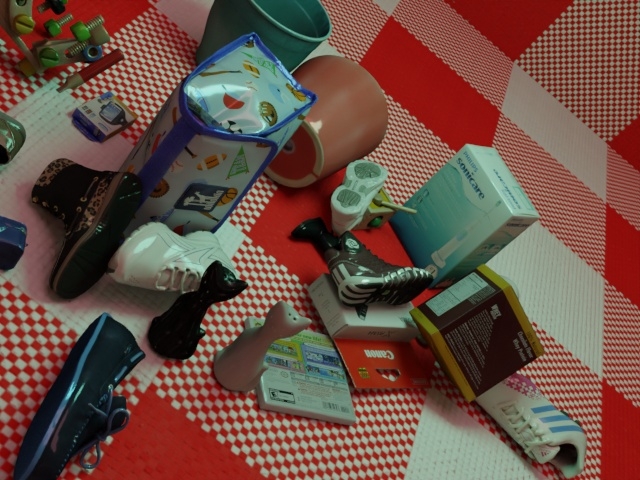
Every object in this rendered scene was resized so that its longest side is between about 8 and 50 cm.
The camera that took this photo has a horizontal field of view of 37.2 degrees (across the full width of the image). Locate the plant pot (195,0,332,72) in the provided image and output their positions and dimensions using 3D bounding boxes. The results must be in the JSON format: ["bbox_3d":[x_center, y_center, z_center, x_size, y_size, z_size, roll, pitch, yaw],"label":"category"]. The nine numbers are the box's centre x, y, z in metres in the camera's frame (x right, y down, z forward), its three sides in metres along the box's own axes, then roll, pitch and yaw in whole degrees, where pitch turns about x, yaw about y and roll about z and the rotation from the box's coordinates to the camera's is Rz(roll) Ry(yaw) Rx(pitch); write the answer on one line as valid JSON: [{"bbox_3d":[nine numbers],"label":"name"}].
[{"bbox_3d":[-0.157,-0.481,2.243,0.271,0.255,0.271,29,35,-23],"label":"plant pot"}]

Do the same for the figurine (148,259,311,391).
[{"bbox_3d":[-0.148,0.142,1.606,0.215,0.209,0.092,31,35,-20],"label":"figurine"}]

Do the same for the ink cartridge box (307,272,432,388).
[{"bbox_3d":[0.121,0.188,1.961,0.275,0.060,0.239,10,45,-49],"label":"ink cartridge box"}]

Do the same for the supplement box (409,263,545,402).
[{"bbox_3d":[0.327,0.191,1.985,0.191,0.194,0.129,59,-4,-24],"label":"supplement box"}]

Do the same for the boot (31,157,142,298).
[{"bbox_3d":[-0.423,-0.027,1.606,0.178,0.236,0.085,18,-17,30],"label":"boot"}]

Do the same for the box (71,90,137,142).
[{"bbox_3d":[-0.433,-0.245,1.895,0.081,0.028,0.136,43,31,-2],"label":"box"}]

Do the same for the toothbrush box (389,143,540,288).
[{"bbox_3d":[0.337,-0.054,2.265,0.126,0.295,0.216,0,52,-47],"label":"toothbrush box"}]

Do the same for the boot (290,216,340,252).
[{"bbox_3d":[-0.001,0.000,2.074,0.099,0.045,0.121,51,29,11],"label":"boot"}]

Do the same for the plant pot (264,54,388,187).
[{"bbox_3d":[-0.018,-0.258,2.162,0.275,0.275,0.243,45,43,1],"label":"plant pot"}]

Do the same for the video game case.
[{"bbox_3d":[-0.038,0.245,1.782,0.212,0.023,0.193,18,42,-34],"label":"video game case"}]

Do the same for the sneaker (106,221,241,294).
[{"bbox_3d":[-0.244,0.045,1.654,0.129,0.111,0.297,43,23,26],"label":"sneaker"}]

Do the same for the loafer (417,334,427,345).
[{"bbox_3d":[0.257,0.181,2.143,0.056,0.050,0.148,39,33,-8],"label":"loafer"}]

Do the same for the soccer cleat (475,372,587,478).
[{"bbox_3d":[0.454,0.394,2.061,0.331,0.116,0.143,34,37,-15],"label":"soccer cleat"}]

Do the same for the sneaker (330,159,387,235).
[{"bbox_3d":[0.076,-0.095,2.146,0.090,0.115,0.232,27,43,12],"label":"sneaker"}]

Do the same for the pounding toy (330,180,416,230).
[{"bbox_3d":[0.127,-0.088,2.254,0.130,0.100,0.141,-7,58,-50],"label":"pounding toy"}]

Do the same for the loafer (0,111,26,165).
[{"bbox_3d":[-0.613,-0.200,1.589,0.251,0.094,0.087,22,35,-30],"label":"loafer"}]

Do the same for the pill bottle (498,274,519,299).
[{"bbox_3d":[0.386,0.173,2.213,0.136,0.136,0.245,45,33,2],"label":"pill bottle"}]

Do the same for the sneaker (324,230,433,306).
[{"bbox_3d":[0.113,0.045,1.963,0.281,0.106,0.162,3,47,-52],"label":"sneaker"}]

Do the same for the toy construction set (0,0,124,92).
[{"bbox_3d":[-0.545,-0.377,1.786,0.237,0.257,0.309,-36,58,-14],"label":"toy construction set"}]

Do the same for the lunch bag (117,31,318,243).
[{"bbox_3d":[-0.219,-0.167,1.770,0.239,0.328,0.385,43,31,0],"label":"lunch bag"}]

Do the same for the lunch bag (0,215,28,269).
[{"bbox_3d":[-0.511,-0.003,1.505,0.098,0.067,0.065,22,40,-32],"label":"lunch bag"}]

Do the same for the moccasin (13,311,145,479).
[{"bbox_3d":[-0.328,0.234,1.382,0.117,0.138,0.342,39,34,-16],"label":"moccasin"}]
